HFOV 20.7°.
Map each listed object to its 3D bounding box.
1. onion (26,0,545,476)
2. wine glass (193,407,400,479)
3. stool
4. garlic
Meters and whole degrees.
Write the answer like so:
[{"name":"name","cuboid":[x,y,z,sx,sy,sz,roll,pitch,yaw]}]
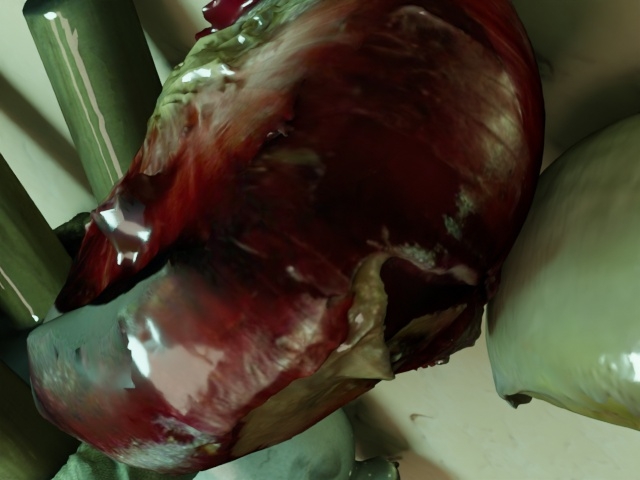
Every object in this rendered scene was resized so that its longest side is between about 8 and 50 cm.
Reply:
[{"name":"onion","cuboid":[0.000,0.000,0.767,0.195,0.272,0.272,36,152,-18]},{"name":"wine glass","cuboid":[-0.046,0.126,1.154,0.204,0.111,0.111,43,150,-16]},{"name":"stool","cuboid":[-0.201,0.028,0.972,0.310,0.310,0.226,-7,130,47]},{"name":"garlic","cuboid":[0.164,0.044,0.804,0.196,0.151,0.338,34,155,-25]}]
